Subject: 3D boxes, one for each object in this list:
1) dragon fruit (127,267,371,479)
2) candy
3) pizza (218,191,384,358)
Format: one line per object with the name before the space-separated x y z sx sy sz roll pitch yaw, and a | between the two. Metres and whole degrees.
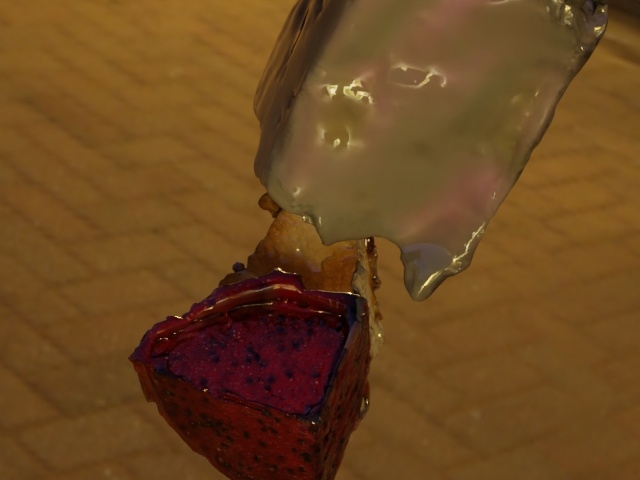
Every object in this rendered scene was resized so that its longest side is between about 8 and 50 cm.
dragon fruit | -0.047 0.102 1.260 0.161 0.127 0.120 17 45 8
candy | 0.055 -0.103 0.945 0.137 0.195 0.185 21 28 -11
pizza | 0.002 0.000 1.497 0.154 0.194 0.069 17 7 29
